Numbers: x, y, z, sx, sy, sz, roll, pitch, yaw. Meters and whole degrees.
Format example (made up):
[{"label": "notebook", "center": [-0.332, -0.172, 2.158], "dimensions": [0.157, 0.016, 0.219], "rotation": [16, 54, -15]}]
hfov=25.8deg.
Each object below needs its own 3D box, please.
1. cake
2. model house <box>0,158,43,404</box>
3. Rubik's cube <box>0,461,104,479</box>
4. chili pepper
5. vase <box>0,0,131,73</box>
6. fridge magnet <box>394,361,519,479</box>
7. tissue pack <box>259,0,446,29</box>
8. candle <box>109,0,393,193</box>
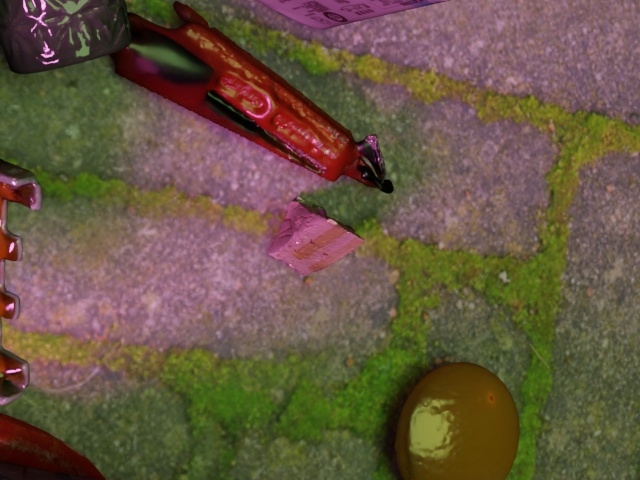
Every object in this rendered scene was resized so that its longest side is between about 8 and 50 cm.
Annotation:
[{"label": "cake", "center": [0.000, 0.000, 1.244], "dimensions": [0.052, 0.121, 0.065], "rotation": [30, 86, -18]}, {"label": "model house", "center": [-0.336, 0.021, 0.983], "dimensions": [0.224, 0.215, 0.198], "rotation": [-28, 135, -53]}, {"label": "Rubik's cube", "center": [-0.114, 0.384, 1.050], "dimensions": [0.343, 0.344, 0.337], "rotation": [19, 87, -33]}, {"label": "chili pepper", "center": [-0.287, 0.168, 1.132], "dimensions": [0.272, 0.071, 0.063], "rotation": [17, 44, -32]}, {"label": "vase", "center": [-0.229, -0.293, 1.119], "dimensions": [0.251, 0.156, 0.301], "rotation": [-29, 112, -50]}, {"label": "fridge magnet", "center": [0.130, 0.188, 1.346], "dimensions": [0.143, 0.063, 0.143], "rotation": [-1, 93, -28]}, {"label": "tissue pack", "center": [0.016, -0.283, 1.184], "dimensions": [0.159, 0.229, 0.145], "rotation": [26, 80, -26]}, {"label": "candle", "center": [-0.052, -0.116, 1.250], "dimensions": [0.301, 0.059, 0.084], "rotation": [32, 89, -22]}]
